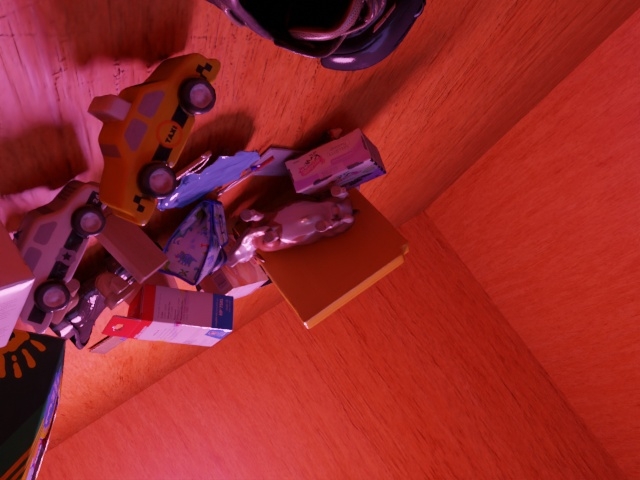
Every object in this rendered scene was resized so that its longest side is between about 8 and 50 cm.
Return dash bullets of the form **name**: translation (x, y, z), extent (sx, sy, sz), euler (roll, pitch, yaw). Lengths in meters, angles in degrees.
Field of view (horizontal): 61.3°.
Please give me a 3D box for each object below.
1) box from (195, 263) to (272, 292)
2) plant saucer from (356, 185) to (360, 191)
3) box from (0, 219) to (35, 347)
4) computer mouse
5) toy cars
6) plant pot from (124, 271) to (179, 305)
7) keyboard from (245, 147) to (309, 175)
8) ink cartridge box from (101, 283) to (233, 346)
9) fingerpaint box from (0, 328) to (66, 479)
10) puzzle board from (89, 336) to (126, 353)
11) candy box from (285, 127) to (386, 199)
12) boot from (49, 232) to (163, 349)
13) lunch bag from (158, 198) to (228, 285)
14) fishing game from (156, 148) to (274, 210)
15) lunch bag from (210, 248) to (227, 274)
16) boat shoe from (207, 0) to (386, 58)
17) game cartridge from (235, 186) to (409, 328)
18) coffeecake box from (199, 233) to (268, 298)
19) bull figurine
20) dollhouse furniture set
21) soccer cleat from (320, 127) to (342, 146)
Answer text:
- **box**: translation (-0.200, 0.108, 1.593), extent (0.216, 0.060, 0.270), euler (-17, 180, 27)
- **plant saucer**: translation (-0.026, -0.051, 1.522), extent (0.400, 0.100, 0.400), euler (-35, 171, -6)
- **box**: translation (-0.392, 0.042, 0.570), extent (0.091, 0.130, 0.170), euler (-23, 164, -48)
- **computer mouse**: translation (0.112, -0.327, 0.745), extent (0.262, 0.060, 0.184), euler (-36, 172, 2)
- **toy cars**: translation (-0.255, -0.056, 0.588), extent (0.087, 0.176, 0.393), euler (28, 123, -38)
- **plant pot**: translation (-0.368, 0.130, 1.207), extent (0.109, 0.096, 0.109), euler (-33, 171, -8)
- **keyboard**: translation (-0.065, -0.160, 1.109), extent (0.072, 0.014, 0.256), euler (-45, 169, 21)
- **ink cartridge box**: translation (-0.307, 0.152, 1.091), extent (0.231, 0.078, 0.134), euler (12, 150, -27)
- **fingerpaint box**: translation (-0.572, 0.394, 0.929), extent (0.163, 0.371, 0.445), euler (15, 147, -19)
- **puzzle board**: translation (-0.573, 0.278, 1.483), extent (0.096, 0.011, 0.128), euler (-35, 172, -12)
- **candy box**: translation (0.038, -0.152, 1.135), extent (0.164, 0.070, 0.196), euler (-22, 173, 15)
- **boot**: translation (-0.383, 0.089, 0.995), extent (0.229, 0.091, 0.263), euler (-41, 180, -20)
- **lunch bag**: translation (-0.222, -0.004, 0.996), extent (0.129, 0.096, 0.151), euler (-121, -127, -85)
- **fishing game**: translation (-0.185, -0.104, 0.874), extent (0.189, 0.041, 0.264), euler (-31, 179, 21)
- **lunch bag**: translation (-0.242, 0.019, 1.115), extent (0.067, 0.098, 0.065), euler (-35, 153, 8)
- **boat shoe**: translation (-0.019, -0.234, 0.516), extent (0.132, 0.130, 0.355), euler (-41, 169, 30)
- **game cartridge**: translation (0.000, 0.000, 1.217), extent (0.285, 0.324, 0.053), euler (-34, 146, -8)
- **coffeecake box**: translation (-0.219, 0.061, 1.251), extent (0.068, 0.142, 0.185), euler (-39, 171, 15)
- **bull figurine**: translation (-0.068, -0.029, 1.115), extent (0.310, 0.101, 0.188), euler (-19, 175, -1)
- **dollhouse furniture set**: translation (-0.343, 0.042, 0.792), extent (0.123, 0.144, 0.151), euler (-39, -174, 48)
- **soccer cleat**: translation (0.024, -0.208, 1.130), extent (0.035, 0.029, 0.083), euler (-28, 164, -20)
